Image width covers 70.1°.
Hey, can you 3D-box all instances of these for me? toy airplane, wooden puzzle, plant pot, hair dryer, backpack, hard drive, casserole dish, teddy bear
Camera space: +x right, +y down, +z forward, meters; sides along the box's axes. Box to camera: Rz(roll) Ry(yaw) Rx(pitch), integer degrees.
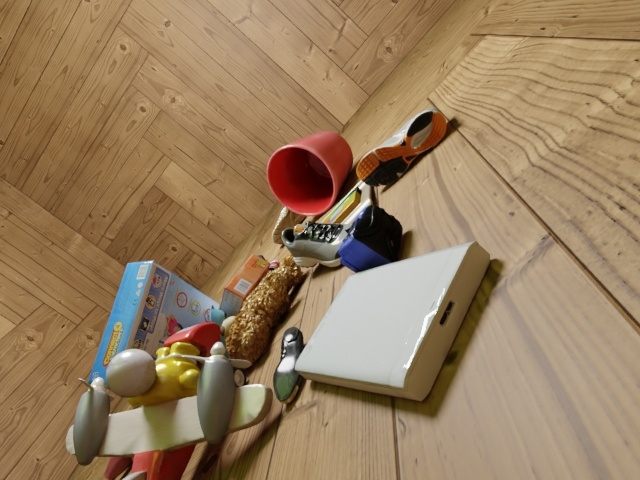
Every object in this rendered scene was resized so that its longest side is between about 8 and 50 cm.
[{"bbox_3d":[-0.309,0.328,0.856,0.386,0.272,0.384,-40,29,-16],"label":"toy airplane"},{"bbox_3d":[0.057,-0.069,1.264,0.221,0.044,0.238,-46,13,18],"label":"wooden puzzle"},{"bbox_3d":[-0.017,-0.261,1.639,0.275,0.275,0.243,-39,8,43],"label":"plant pot"},{"bbox_3d":[-0.547,0.607,1.337,0.293,0.080,0.223,-46,14,22],"label":"hair dryer"},{"bbox_3d":[0.088,-0.001,0.837,0.101,0.098,0.120,-43,15,45],"label":"backpack"},{"bbox_3d":[0.083,0.114,0.652,0.203,0.040,0.307,-56,14,-24],"label":"hard drive"},{"bbox_3d":[-0.259,0.262,1.204,0.037,0.188,0.114,-8,-11,-7],"label":"casserole dish"},{"bbox_3d":[-0.155,0.165,1.179,0.338,0.113,0.245,-57,12,-29],"label":"teddy bear"}]

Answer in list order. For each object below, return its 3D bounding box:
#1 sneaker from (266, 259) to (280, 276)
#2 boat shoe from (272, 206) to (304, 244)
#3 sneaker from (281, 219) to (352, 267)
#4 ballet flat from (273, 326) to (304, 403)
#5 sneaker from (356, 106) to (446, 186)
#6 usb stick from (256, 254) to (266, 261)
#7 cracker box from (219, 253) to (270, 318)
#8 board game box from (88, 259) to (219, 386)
[{"bbox_3d":[-0.193,0.120,1.596,0.118,0.042,0.067,-44,10,17],"label":"sneaker"},{"bbox_3d":[-0.115,-0.106,1.854,0.277,0.098,0.096,-54,14,-13],"label":"boat shoe"},{"bbox_3d":[0.000,0.000,1.082,0.271,0.108,0.100,-11,38,50],"label":"sneaker"},{"bbox_3d":[-0.048,0.224,0.821,0.057,0.049,0.173,-18,27,13],"label":"ballet flat"},{"bbox_3d":[0.206,-0.232,1.142,0.262,0.099,0.121,-33,12,32],"label":"sneaker"},{"bbox_3d":[-0.244,0.104,1.817,0.077,0.045,0.278,-52,12,-3],"label":"usb stick"},{"bbox_3d":[-0.232,0.171,1.341,0.156,0.067,0.232,-57,-6,-46],"label":"cracker box"},{"bbox_3d":[-0.413,0.255,1.196,0.086,0.302,0.308,-5,59,22],"label":"board game box"}]
